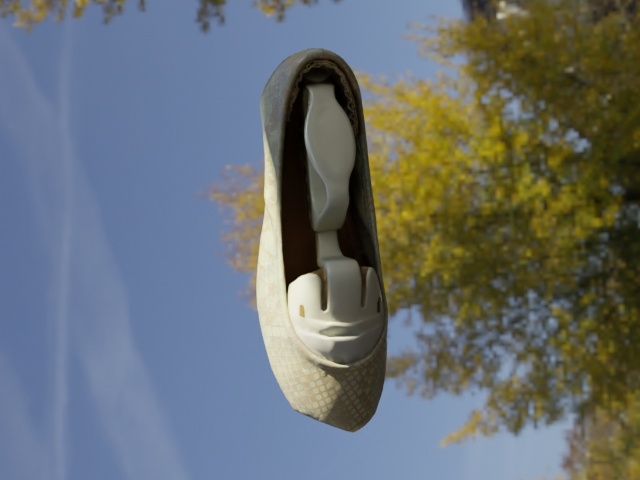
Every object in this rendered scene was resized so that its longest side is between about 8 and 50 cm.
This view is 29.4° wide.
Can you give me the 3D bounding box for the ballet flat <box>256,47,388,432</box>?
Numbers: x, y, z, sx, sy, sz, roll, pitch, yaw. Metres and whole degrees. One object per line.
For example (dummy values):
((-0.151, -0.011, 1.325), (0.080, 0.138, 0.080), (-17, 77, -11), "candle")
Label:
((0.000, 0.000, 0.520), (0.052, 0.057, 0.168), (158, 104, -76), "ballet flat")
